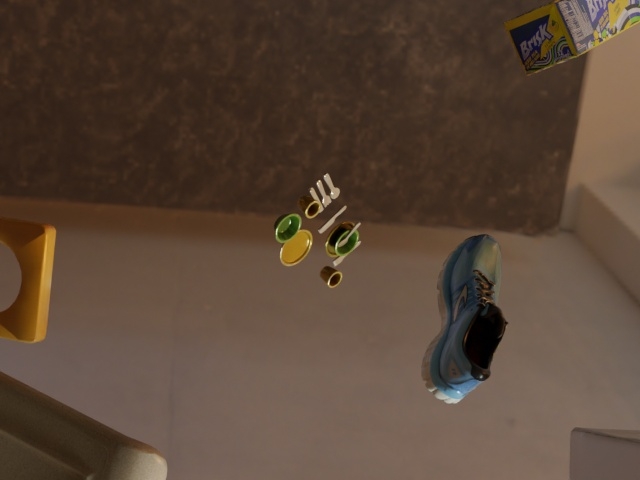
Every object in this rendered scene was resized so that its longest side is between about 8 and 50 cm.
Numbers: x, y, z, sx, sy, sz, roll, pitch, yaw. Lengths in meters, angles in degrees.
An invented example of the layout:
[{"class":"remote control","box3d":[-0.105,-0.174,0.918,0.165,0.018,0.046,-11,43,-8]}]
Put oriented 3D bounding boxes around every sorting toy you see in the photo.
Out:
[{"class":"sorting toy","box3d":[-0.186,0.155,0.636,0.196,0.348,0.047,21,-171,18]}]

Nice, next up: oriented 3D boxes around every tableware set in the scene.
[{"class":"tableware set","box3d":[0.000,0.000,1.340,0.104,0.154,0.024,-43,-126,-13]}]

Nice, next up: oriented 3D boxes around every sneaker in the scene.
[{"class":"sneaker","box3d":[0.144,0.066,1.035,0.063,0.162,0.073,27,149,-23]}]

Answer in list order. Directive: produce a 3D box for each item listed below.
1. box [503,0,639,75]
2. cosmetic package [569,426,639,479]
[{"class":"box","box3d":[0.242,-0.205,1.070,0.059,0.054,0.169,-17,-171,45]},{"class":"cosmetic package","box3d":[0.358,0.234,0.979,0.224,0.138,0.224,4,176,-12]}]
